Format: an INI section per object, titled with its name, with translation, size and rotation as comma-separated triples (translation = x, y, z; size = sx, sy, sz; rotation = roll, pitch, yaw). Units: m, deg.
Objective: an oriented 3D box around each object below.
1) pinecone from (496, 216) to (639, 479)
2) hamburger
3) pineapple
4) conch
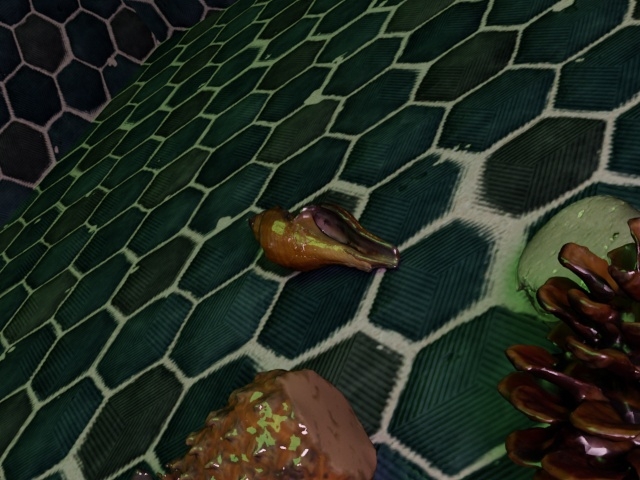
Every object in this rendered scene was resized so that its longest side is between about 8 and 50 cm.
[pinecone]
translation = 0.207, 0.081, 0.518
size = 0.207, 0.208, 0.208
rotation = -29, 28, 17
[hamburger]
translation = 0.233, 0.019, 0.722
size = 0.133, 0.062, 0.140
rotation = -31, 30, 16
[pineapple]
translation = -0.098, 0.236, 0.729
size = 0.310, 0.141, 0.170
rotation = -38, 2, 18
[conch]
translation = 0.001, -0.002, 1.027
size = 0.232, 0.080, 0.086
rotation = 2, 78, 26
